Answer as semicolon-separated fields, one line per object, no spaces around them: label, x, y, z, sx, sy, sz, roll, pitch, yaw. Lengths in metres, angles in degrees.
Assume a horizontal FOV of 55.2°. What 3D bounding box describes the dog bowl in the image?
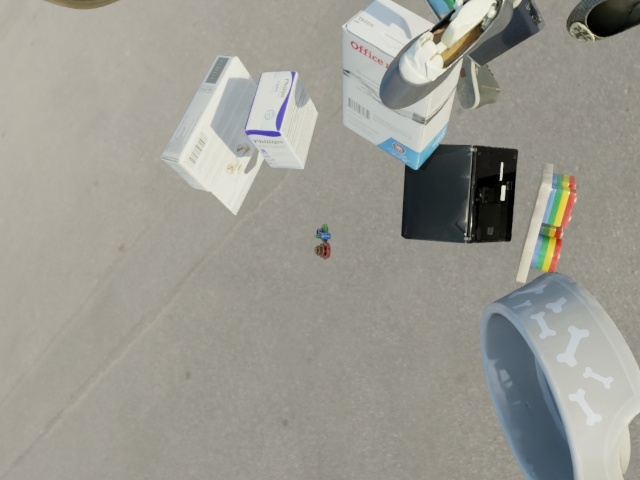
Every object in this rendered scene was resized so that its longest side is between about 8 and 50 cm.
dog bowl;0.334;0.226;0.877;0.102;0.349;0.349;-14;58;-3

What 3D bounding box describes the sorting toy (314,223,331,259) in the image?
sorting toy;0.000;0.000;1.581;0.061;0.042;0.102;111;155;-55

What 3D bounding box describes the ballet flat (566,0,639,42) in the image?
ballet flat;0.475;-0.356;0.945;0.058;0.084;0.250;-63;21;-12

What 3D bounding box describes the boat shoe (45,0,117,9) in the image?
boat shoe;-0.245;-0.290;0.606;0.104;0.307;0.111;16;110;17

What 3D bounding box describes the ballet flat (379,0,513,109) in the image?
ballet flat;0.153;-0.246;0.765;0.203;0.074;0.074;-38;51;7

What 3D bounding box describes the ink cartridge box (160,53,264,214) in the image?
ink cartridge box;-0.210;-0.231;1.375;0.060;0.239;0.275;15;71;28

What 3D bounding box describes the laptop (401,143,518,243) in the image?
laptop;0.346;-0.116;1.509;0.136;0.264;0.235;12;102;53

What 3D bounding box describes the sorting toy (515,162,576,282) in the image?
sorting toy;0.577;-0.043;1.556;0.089;0.257;0.256;14;112;16

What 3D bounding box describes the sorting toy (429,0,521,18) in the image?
sorting toy;0.200;-0.436;0.968;0.038;0.208;0.193;-44;20;-15

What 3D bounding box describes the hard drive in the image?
hard drive;0.296;-0.466;1.182;0.172;0.255;0.054;-24;27;44

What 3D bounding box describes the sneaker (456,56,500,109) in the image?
sneaker;0.427;-0.478;1.691;0.083;0.118;0.222;7;110;51

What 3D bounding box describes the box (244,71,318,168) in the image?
box;-0.069;-0.218;1.122;0.072;0.137;0.126;6;69;20

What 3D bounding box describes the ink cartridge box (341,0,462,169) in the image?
ink cartridge box;0.170;-0.334;1.334;0.223;0.307;0.129;37;69;19
